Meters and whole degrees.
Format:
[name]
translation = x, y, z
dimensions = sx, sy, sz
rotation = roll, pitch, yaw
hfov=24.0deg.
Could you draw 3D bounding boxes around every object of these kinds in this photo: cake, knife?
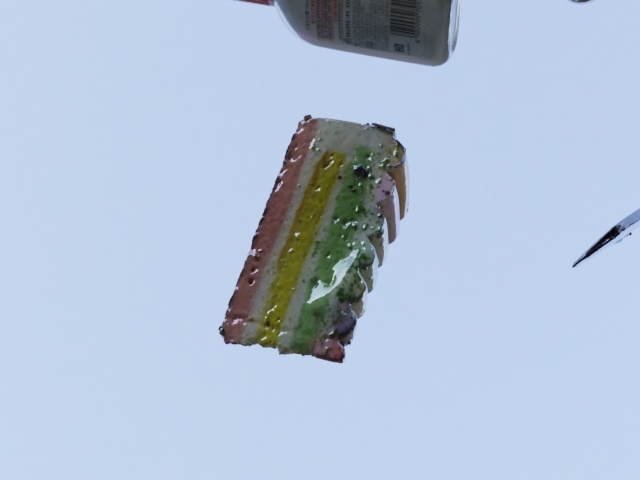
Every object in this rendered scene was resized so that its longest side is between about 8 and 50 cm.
[cake]
translation = 0.002, 0.009, 1.301
dimensions = 0.109, 0.225, 0.090
rotation = 14, -23, 13
[knife]
translation = 0.224, -0.016, 1.044
dimensions = 0.028, 0.230, 0.060
rotation = 50, -55, 10

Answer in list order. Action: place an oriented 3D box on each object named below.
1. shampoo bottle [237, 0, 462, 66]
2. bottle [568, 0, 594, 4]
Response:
[shampoo bottle]
translation = 0.014, -0.218, 1.336
dimensions = 0.221, 0.051, 0.108
rotation = 12, -51, 15
[bottle]
translation = 0.146, -0.264, 1.070
dimensions = 0.209, 0.110, 0.097
rotation = 47, -42, -1
